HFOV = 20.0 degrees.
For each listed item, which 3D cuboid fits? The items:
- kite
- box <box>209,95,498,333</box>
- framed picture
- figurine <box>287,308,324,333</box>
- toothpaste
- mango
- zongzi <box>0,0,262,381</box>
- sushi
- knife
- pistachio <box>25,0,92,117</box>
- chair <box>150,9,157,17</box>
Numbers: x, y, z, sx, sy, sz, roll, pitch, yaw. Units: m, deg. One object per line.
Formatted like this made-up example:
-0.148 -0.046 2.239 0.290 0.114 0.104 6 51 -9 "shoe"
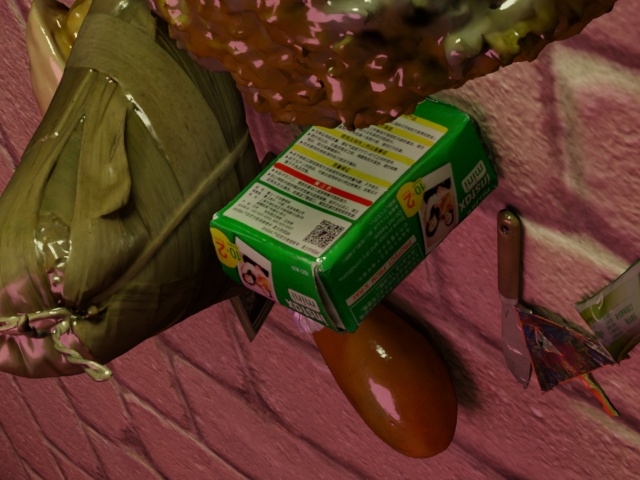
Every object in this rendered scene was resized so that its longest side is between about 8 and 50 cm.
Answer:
0.256 0.127 1.884 0.159 0.010 0.190 44 155 -3 "kite"
0.032 -0.039 1.754 0.180 0.250 0.103 25 152 43 "box"
-0.068 0.007 2.108 0.011 0.183 0.142 -2 128 29 "framed picture"
0.001 -0.001 2.028 0.175 0.115 0.240 61 153 3 "figurine"
0.296 0.056 1.683 0.078 0.047 0.248 52 159 8 "toothpaste"
0.072 0.142 2.127 0.253 0.113 0.138 54 161 11 "mango"
-0.248 -0.117 1.765 0.218 0.500 0.467 -13 98 26 "zongzi"
0.048 -0.275 1.212 0.351 0.396 0.240 61 158 -9 "sushi"
0.205 0.071 1.898 0.047 0.017 0.298 26 148 24 "knife"
-0.233 -0.170 2.145 0.187 0.187 0.299 16 133 53 "pistachio"
-0.110 -0.298 1.760 0.260 0.154 0.141 48 157 13 "chair"
